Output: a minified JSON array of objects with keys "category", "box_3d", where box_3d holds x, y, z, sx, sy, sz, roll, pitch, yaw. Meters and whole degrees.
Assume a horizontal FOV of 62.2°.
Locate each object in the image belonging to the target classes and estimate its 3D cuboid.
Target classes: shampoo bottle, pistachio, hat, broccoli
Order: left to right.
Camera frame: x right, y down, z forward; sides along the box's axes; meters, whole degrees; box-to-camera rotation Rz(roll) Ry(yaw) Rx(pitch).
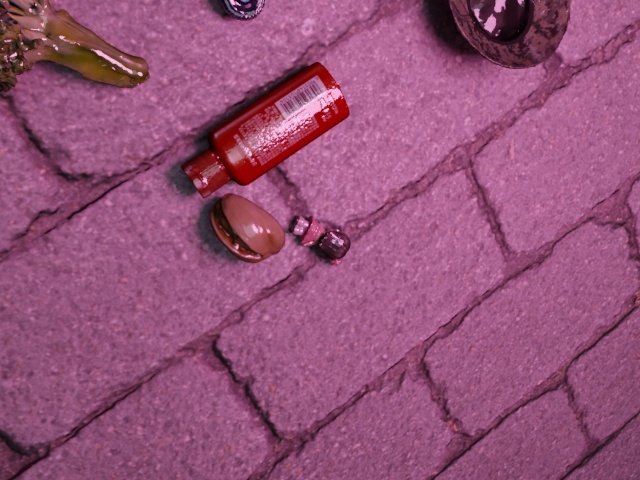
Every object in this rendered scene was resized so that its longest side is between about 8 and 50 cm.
[{"category":"broccoli","box_3d":[-0.411,-0.319,0.795,0.275,0.177,0.198,-11,72,-47]},{"category":"pistachio","box_3d":[-0.133,-0.022,0.970,0.113,0.113,0.149,-41,106,-7]},{"category":"shampoo bottle","box_3d":[-0.099,-0.190,0.952,0.314,0.076,0.118,-36,114,-9]},{"category":"hat","box_3d":[0.334,-0.449,1.023,0.266,0.128,0.265,-1,95,-16]}]

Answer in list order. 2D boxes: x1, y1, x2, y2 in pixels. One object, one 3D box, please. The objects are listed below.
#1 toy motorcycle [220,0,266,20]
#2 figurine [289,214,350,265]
[{"category":"toy motorcycle","box_3d":[-0.175,-0.491,0.828,0.272,0.123,0.182,30,102,-25]},{"category":"figurine","box_3d":[0.000,0.000,1.049,0.129,0.054,0.072,26,97,-22]}]
